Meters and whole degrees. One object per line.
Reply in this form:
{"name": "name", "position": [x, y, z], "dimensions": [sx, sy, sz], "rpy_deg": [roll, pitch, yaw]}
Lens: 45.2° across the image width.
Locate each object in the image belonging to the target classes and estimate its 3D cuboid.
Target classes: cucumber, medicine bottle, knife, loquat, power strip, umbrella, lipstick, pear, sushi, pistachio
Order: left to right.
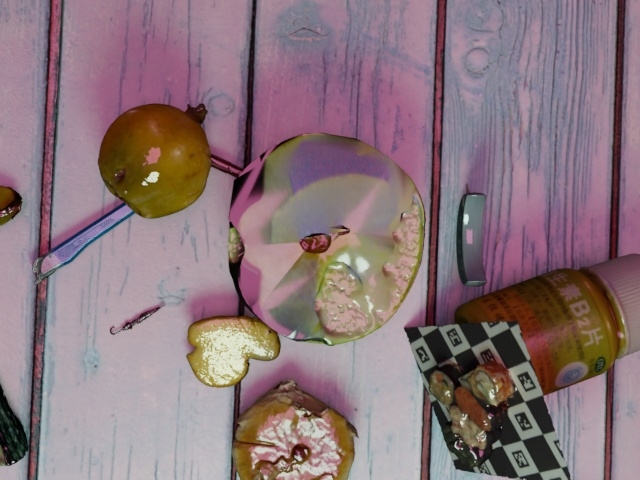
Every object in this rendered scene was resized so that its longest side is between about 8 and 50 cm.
{"name": "pistachio", "position": [-0.666, -0.058, 1.501], "dimensions": [0.172, 0.049, 0.090], "rpy_deg": [-3, 64, -4]}
{"name": "cucumber", "position": [-0.629, 0.340, 1.480], "dimensions": [0.085, 0.115, 0.193], "rpy_deg": [-23, 85, -49]}
{"name": "knife", "position": [-0.451, -0.014, 1.535], "dimensions": [0.296, 0.026, 0.044], "rpy_deg": [-35, 95, -8]}
{"name": "umbrella", "position": [-0.365, 0.161, 1.544], "dimensions": [0.122, 0.013, 0.022], "rpy_deg": [-25, 70, -5]}
{"name": "loquat", "position": [-0.301, -0.167, 1.470], "dimensions": [0.213, 0.213, 0.246], "rpy_deg": [39, 75, -4]}
{"name": "lipstick", "position": [-0.164, -0.138, 1.566], "dimensions": [0.176, 0.027, 0.027], "rpy_deg": [24, 86, -6]}
{"name": "pear", "position": [0.004, 0.001, 1.509], "dimensions": [0.398, 0.165, 0.399], "rpy_deg": [0, 89, -6]}
{"name": "sushi", "position": [0.281, 0.318, 1.447], "dimensions": [0.068, 0.339, 0.320], "rpy_deg": [-21, 93, -30]}
{"name": "power strip", "position": [0.305, -0.013, 1.555], "dimensions": [0.044, 0.137, 0.216], "rpy_deg": [0, 84, 1]}
{"name": "medicine bottle", "position": [0.482, 0.172, 1.526], "dimensions": [0.384, 0.224, 0.225], "rpy_deg": [-18, 90, -7]}

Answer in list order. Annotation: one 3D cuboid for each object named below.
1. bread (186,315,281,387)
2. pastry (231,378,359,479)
{"name": "bread", "position": [-0.174, 0.218, 1.542], "dimensions": [0.187, 0.065, 0.150], "rpy_deg": [0, 99, -9]}
{"name": "pastry", "position": [-0.054, 0.418, 1.514], "dimensions": [0.257, 0.121, 0.236], "rpy_deg": [35, 86, -3]}
